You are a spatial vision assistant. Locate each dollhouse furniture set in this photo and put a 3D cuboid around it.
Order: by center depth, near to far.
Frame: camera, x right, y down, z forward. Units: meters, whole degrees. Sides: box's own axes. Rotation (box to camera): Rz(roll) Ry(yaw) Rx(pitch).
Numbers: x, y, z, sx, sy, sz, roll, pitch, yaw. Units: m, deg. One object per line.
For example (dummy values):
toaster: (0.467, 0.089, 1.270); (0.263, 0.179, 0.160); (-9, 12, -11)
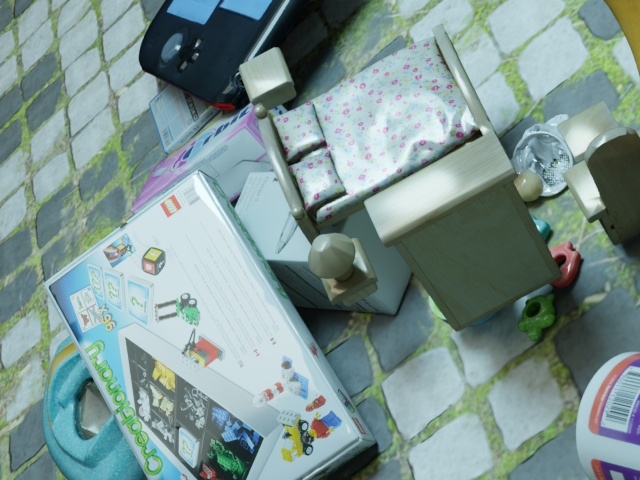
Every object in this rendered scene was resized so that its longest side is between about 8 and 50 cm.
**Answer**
dollhouse furniture set: (0.086, -0.126, 1.283); (0.303, 0.174, 0.355); (-28, 55, 7)

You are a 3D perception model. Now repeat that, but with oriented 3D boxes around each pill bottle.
pill bottle: (0.280, 0.142, 1.022); (0.193, 0.108, 0.108); (9, 68, 51)

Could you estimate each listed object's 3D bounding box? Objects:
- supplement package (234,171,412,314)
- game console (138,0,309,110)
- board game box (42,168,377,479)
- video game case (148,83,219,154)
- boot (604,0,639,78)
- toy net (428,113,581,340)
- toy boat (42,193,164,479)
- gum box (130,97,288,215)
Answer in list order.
supplement package: (0.000, 0.000, 1.455); (0.179, 0.105, 0.105); (1, 60, 48)
game console: (-0.066, -0.342, 1.772); (0.386, 0.060, 0.342); (-58, 24, 0)
board game box: (-0.108, 0.112, 1.383); (0.193, 0.053, 0.305); (-35, 70, 10)
video game case: (-0.143, -0.192, 1.852); (0.166, 0.015, 0.119); (-43, 37, 15)
boot: (0.263, -0.118, 1.098); (0.104, 0.295, 0.211); (159, 130, -78)
toy net: (0.182, -0.023, 1.322); (0.122, 0.045, 0.232); (-2, 59, 48)
toy boat: (-0.185, 0.108, 1.522); (0.318, 0.148, 0.267); (-59, 35, 1)
gum box: (-0.123, -0.080, 1.669); (0.188, 0.062, 0.107); (-34, 19, 25)
